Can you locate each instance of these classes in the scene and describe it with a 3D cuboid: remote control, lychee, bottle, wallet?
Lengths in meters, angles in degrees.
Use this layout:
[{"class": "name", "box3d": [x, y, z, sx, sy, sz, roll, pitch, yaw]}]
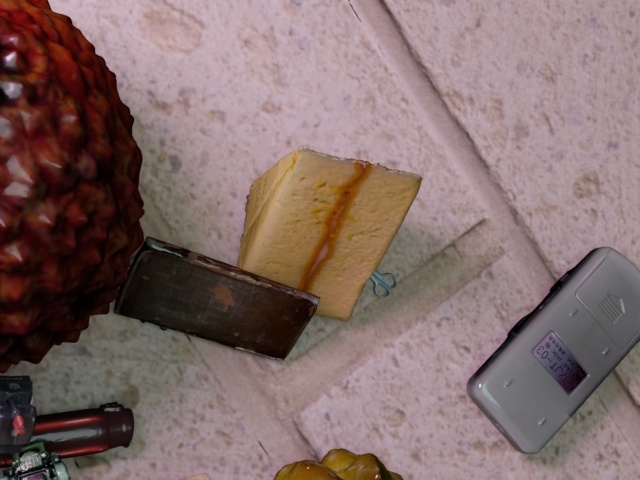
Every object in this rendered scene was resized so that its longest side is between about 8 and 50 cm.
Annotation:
[{"class": "remote control", "box3d": [0.331, 0.141, 1.664, 0.296, 0.056, 0.140, -45, 101, -16]}, {"class": "lychee", "box3d": [-0.403, -0.082, 1.271, 0.424, 0.424, 0.500, -47, 126, -14]}, {"class": "bottle", "box3d": [-0.303, 0.228, 1.461, 0.164, 0.060, 0.060, -6, 88, -18]}, {"class": "wallet", "box3d": [-0.127, 0.073, 1.507, 0.232, 0.122, 0.031, 19, 37, -16]}]

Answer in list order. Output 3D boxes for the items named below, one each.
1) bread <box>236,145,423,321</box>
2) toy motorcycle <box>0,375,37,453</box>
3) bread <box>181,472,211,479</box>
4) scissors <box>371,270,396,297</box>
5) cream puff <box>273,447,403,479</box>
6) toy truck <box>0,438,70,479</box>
[{"class": "bread", "box3d": [0.001, -0.002, 1.465, 0.167, 0.264, 0.163, 12, 82, -11]}, {"class": "toy motorcycle", "box3d": [-0.406, 0.190, 1.316, 0.221, 0.150, 0.102, 3, 109, -29]}, {"class": "bread", "box3d": [-0.163, 0.417, 1.382, 0.211, 0.183, 0.224, -15, 113, -38]}, {"class": "scissors", "box3d": [0.063, 0.039, 1.613, 0.083, 0.006, 0.036, 41, 77, -9]}, {"class": "cream puff", "box3d": [0.025, 0.371, 1.503, 0.244, 0.196, 0.244, 9, 78, -45]}, {"class": "toy truck", "box3d": [-0.328, 0.280, 1.413, 0.080, 0.154, 0.078, -14, 61, -14]}]
